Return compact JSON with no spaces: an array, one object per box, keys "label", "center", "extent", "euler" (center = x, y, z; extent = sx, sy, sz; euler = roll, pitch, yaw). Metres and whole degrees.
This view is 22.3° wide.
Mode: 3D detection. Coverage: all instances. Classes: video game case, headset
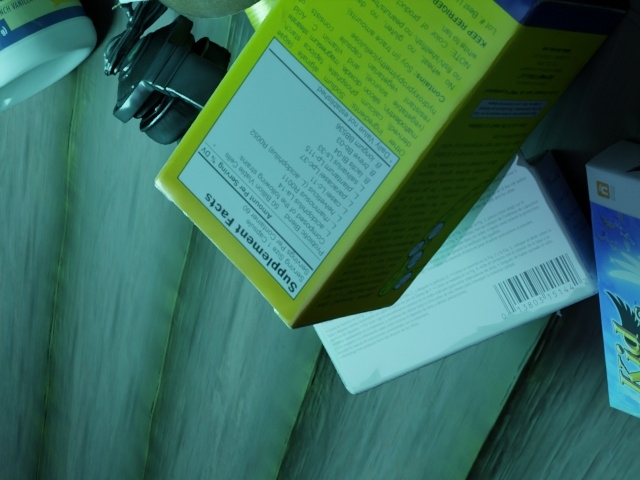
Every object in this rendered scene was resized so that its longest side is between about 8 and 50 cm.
[{"label":"video game case","center":[0.353,0.066,1.418],"extent":[0.244,0.061,0.270],"euler":[22,133,45]},{"label":"headset","center":[-0.114,-0.167,1.764],"extent":[0.394,0.185,0.243],"euler":[26,171,46]}]

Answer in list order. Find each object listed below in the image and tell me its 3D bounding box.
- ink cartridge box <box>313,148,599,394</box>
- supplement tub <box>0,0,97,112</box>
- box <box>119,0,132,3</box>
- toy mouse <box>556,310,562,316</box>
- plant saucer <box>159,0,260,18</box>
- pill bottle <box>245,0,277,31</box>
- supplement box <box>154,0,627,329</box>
[{"label":"ink cartridge box","center":[0.095,-0.017,1.582],"extent":[0.296,0.066,0.261],"euler":[-26,96,30]},{"label":"supplement tub","center":[-0.451,-0.329,2.040],"extent":[0.316,0.228,0.228],"euler":[59,148,0]},{"label":"box","center":[-0.179,-0.356,1.772],"extent":[0.130,0.091,0.171],"euler":[7,121,51]},{"label":"toy mouse","center":[0.173,0.015,1.650],"extent":[0.161,0.031,0.143],"euler":[61,148,-2]},{"label":"plant saucer","center":[-0.108,-0.371,1.559],"extent":[0.310,0.050,0.311],"euler":[-4,84,43]},{"label":"pill bottle","center":[-0.007,-0.225,1.617],"extent":[0.119,0.119,0.209],"euler":[-18,100,57]},{"label":"supplement box","center":[0.057,-0.123,1.406],"extent":[0.194,0.195,0.356],"euler":[46,115,20]}]
